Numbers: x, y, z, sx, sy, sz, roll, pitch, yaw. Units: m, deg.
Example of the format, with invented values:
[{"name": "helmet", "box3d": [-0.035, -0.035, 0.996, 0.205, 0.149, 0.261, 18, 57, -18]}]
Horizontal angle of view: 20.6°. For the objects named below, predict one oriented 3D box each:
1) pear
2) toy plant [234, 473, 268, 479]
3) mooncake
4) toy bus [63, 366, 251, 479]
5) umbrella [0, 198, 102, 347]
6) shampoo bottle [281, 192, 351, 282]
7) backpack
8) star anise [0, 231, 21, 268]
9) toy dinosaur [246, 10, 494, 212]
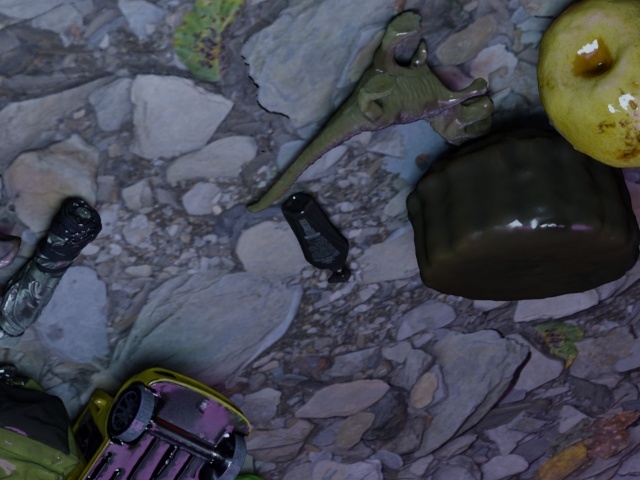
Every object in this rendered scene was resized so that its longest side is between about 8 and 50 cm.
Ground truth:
[{"name": "pear", "box3d": [0.289, -0.149, 1.645, 0.178, 0.178, 0.178, -14, 140, -12]}, {"name": "toy plant", "box3d": [-0.175, 0.403, 2.043, 0.315, 0.184, 0.224, -24, 133, -16]}, {"name": "mooncake", "box3d": [0.200, -0.023, 1.747, 0.228, 0.124, 0.228, -5, 161, -2]}, {"name": "toy bus", "box3d": [-0.223, 0.271, 1.829, 0.145, 0.151, 0.331, 31, 98, -30]}, {"name": "umbrella", "box3d": [-0.267, 0.032, 1.667, 0.050, 0.046, 0.188, 13, 133, -32]}, {"name": "shampoo bottle", "box3d": [0.000, 0.000, 1.775, 0.048, 0.027, 0.137, -17, 142, 13]}, {"name": "backpack", "box3d": [-0.380, 0.202, 1.732, 0.253, 0.140, 0.207, 28, 117, -35]}, {"name": "star anise", "box3d": [-0.401, 0.037, 1.552, 0.282, 0.129, 0.212, -3, 153, -18]}, {"name": "toy dinosaur", "box3d": [0.049, -0.110, 1.647, 0.251, 0.072, 0.200, -27, 152, -12]}]
